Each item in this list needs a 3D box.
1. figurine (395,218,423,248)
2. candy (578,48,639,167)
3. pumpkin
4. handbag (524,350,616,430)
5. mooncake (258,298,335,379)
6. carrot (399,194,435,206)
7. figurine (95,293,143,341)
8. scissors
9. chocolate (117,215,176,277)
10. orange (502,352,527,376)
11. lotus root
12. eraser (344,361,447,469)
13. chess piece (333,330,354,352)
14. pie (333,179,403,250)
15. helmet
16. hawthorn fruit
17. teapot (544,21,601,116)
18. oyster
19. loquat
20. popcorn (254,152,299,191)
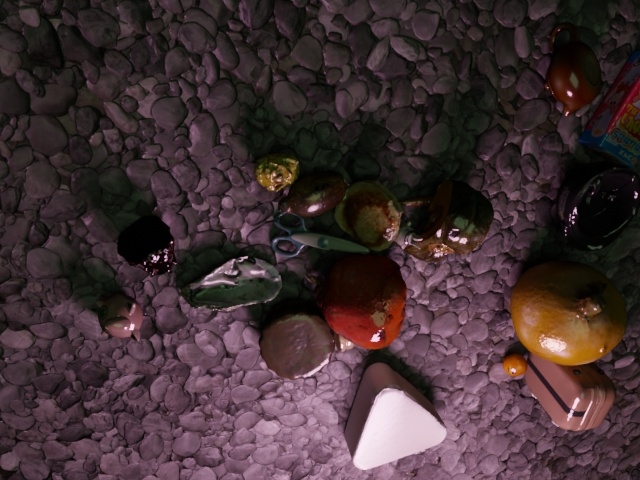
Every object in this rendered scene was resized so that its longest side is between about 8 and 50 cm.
[{"bbox_3d":[0.225,-0.011,1.420,0.098,0.146,0.081,-11,111,-7],"label":"figurine"},{"bbox_3d":[0.932,-0.389,1.462,0.157,0.100,0.306,24,103,-19],"label":"candy"},{"bbox_3d":[0.364,-0.056,1.433,0.139,0.280,0.190,22,69,-17],"label":"pumpkin"},{"bbox_3d":[0.806,0.495,1.636,0.149,0.302,0.284,-2,115,-9],"label":"handbag"},{"bbox_3d":[-0.072,0.291,1.477,0.228,0.124,0.229,-2,107,-6],"label":"mooncake"},{"bbox_3d":[0.339,-0.120,1.463,0.216,0.048,0.048,-7,110,-5],"label":"carrot"},{"bbox_3d":[-0.549,0.209,1.347,0.137,0.125,0.125,13,115,31],"label":"figurine"},{"bbox_3d":[0.000,0.000,1.385,0.288,0.041,0.138,12,104,11],"label":"scissors"},{"bbox_3d":[-0.451,0.037,1.325,0.156,0.156,0.133,-19,139,-5],"label":"chocolate"},{"bbox_3d":[0.671,0.428,1.698,0.083,0.083,0.084,-4,109,-10],"label":"orange"},{"bbox_3d":[-0.018,-0.122,1.345,0.209,0.120,0.120,-24,112,-6],"label":"lotus root"},{"bbox_3d":[0.227,0.558,1.616,0.330,0.150,0.332,-4,112,-10],"label":"eraser"},{"bbox_3d":[0.126,0.282,1.531,0.170,0.094,0.094,-14,111,-10],"label":"chess piece"},{"bbox_3d":[0.132,-0.071,1.374,0.084,0.205,0.179,-10,133,-54],"label":"pie"},{"bbox_3d":[0.822,-0.120,1.499,0.230,0.160,0.279,-4,124,-10],"label":"helmet"},{"bbox_3d":[0.100,0.156,1.404,0.307,0.276,0.276,20,105,9],"label":"hawthorn fruit"},{"bbox_3d":[0.688,-0.476,1.376,0.178,0.135,0.252,-16,94,-41],"label":"teapot"},{"bbox_3d":[-0.247,0.137,1.405,0.252,0.087,0.199,-44,102,-3],"label":"oyster"},{"bbox_3d":[0.757,0.214,1.493,0.328,0.359,0.329,0,75,0],"label":"loquat"},{"bbox_3d":[-0.117,-0.180,1.312,0.120,0.116,0.106,-19,122,-43],"label":"popcorn"}]
